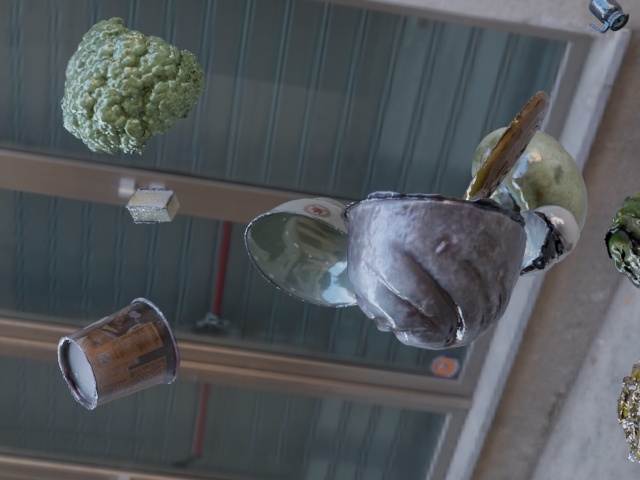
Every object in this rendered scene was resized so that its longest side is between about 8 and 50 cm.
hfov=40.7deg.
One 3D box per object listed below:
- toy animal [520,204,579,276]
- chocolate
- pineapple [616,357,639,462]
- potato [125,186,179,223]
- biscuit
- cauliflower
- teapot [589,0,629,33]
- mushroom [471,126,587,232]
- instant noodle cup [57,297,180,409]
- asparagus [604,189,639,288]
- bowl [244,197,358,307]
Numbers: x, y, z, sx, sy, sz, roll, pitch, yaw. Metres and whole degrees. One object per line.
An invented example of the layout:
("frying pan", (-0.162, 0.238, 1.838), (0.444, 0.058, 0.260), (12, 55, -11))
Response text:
("toy animal", (0.486, -0.005, 1.870), (0.166, 0.179, 0.138), (-22, 85, 51))
("chocolate", (0.170, 0.063, 1.364), (0.303, 0.303, 0.213), (117, 160, -76))
("pineapple", (0.790, 0.358, 1.764), (0.352, 0.300, 0.352), (55, 157, 38))
("potato", (-0.424, -0.088, 2.199), (0.061, 0.122, 0.086), (73, -153, -42))
("biscuit", (0.335, -0.153, 1.550), (0.262, 0.037, 0.262), (-50, -12, -15))
("cauliflower", (-0.369, -0.292, 1.710), (0.272, 0.275, 0.250), (-58, -17, 18))
("teapot", (0.575, -0.462, 1.746), (0.049, 0.064, 0.083), (89, 158, -54))
("mushroom", (0.528, -0.126, 2.213), (0.352, 0.260, 0.352), (56, 171, 14))
("instant noodle cup", (-0.460, 0.262, 1.953), (0.217, 0.207, 0.217), (23, 123, 41))
("asparagus", (0.542, -0.090, 1.184), (0.382, 0.128, 0.108), (-43, -24, -17))
("bowl", (0.000, 0.000, 2.106), (0.337, 0.337, 0.157), (104, -169, -53))
